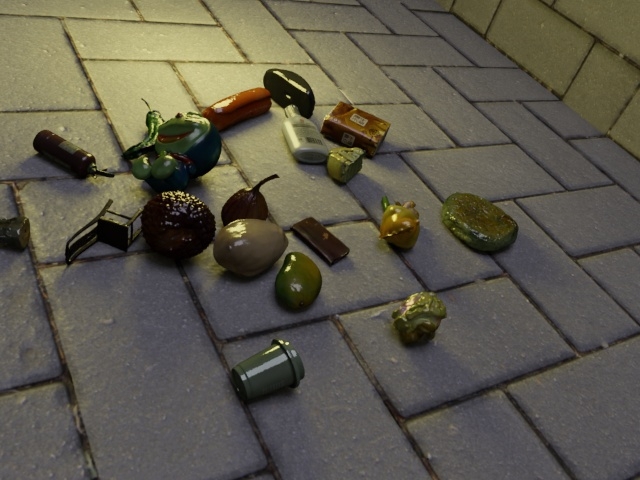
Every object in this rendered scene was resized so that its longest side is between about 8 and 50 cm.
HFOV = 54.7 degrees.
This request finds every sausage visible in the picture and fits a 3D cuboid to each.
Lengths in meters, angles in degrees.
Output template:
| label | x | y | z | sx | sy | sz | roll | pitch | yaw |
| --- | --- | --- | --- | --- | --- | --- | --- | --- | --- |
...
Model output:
| label | x | y | z | sx | sy | sz | roll | pitch | yaw |
| --- | --- | --- | --- | --- | --- | --- | --- | --- | --- |
| sausage | -0.291 | -0.475 | 2.199 | 0.102 | 0.102 | 0.330 | 35 | 42 | 17 |

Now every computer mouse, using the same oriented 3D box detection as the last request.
| label | x | y | z | sx | sy | sz | roll | pitch | yaw |
| --- | --- | --- | --- | --- | --- | --- | --- | --- | --- |
| computer mouse | -0.104 | -0.565 | 2.347 | 0.086 | 0.138 | 0.269 | -31 | 59 | -35 |

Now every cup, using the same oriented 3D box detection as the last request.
| label | x | y | z | sx | sy | sz | roll | pitch | yaw |
| --- | --- | --- | --- | --- | --- | --- | --- | --- | --- |
| cup | -0.119 | 0.295 | 1.378 | 0.141 | 0.120 | 0.120 | -24 | 55 | -25 |

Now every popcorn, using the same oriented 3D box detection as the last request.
| label | x | y | z | sx | sy | sz | roll | pitch | yaw |
| --- | --- | --- | --- | --- | --- | --- | --- | --- | --- |
| popcorn | 0.261 | 0.202 | 1.628 | 0.145 | 0.126 | 0.126 | -18 | 72 | -19 |

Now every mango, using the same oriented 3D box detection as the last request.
| label | x | y | z | sx | sy | sz | roll | pitch | yaw |
| --- | --- | --- | --- | --- | --- | --- | --- | --- | --- |
| mango | -0.054 | 0.102 | 1.639 | 0.122 | 0.086 | 0.191 | 18 | 40 | 2 |

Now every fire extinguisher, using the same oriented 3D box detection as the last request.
| label | x | y | z | sx | sy | sz | roll | pitch | yaw |
| --- | --- | --- | --- | --- | --- | --- | --- | --- | --- |
| fire extinguisher | -0.700 | -0.237 | 1.773 | 0.231 | 0.071 | 0.099 | 28 | 12 | 8 |

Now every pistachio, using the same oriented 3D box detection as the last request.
| label | x | y | z | sx | sy | sz | roll | pitch | yaw |
| --- | --- | --- | --- | --- | --- | --- | --- | --- | --- |
| pistachio | -0.185 | 0.018 | 1.645 | 0.223 | 0.126 | 0.152 | -8 | 83 | -41 |

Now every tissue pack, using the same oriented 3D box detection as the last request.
| label | x | y | z | sx | sy | sz | roll | pitch | yaw |
| --- | --- | --- | --- | --- | --- | --- | --- | --- | --- |
| tissue pack | 0.130 | -0.418 | 2.318 | 0.226 | 0.092 | 0.183 | 27 | 39 | 5 |

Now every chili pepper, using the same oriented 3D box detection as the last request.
| label | x | y | z | sx | sy | sz | roll | pitch | yaw |
| --- | --- | --- | --- | --- | --- | --- | --- | --- | --- |
| chili pepper | -0.539 | -0.342 | 1.960 | 0.122 | 0.065 | 0.279 | 15 | 43 | -13 |

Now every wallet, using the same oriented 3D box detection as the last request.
| label | x | y | z | sx | sy | sz | roll | pitch | yaw |
| --- | --- | --- | --- | --- | --- | --- | --- | --- | --- |
| wallet | 0.000 | 0.000 | 1.828 | 0.176 | 0.026 | 0.095 | 40 | 49 | 23 |

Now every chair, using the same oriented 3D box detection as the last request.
| label | x | y | z | sx | sy | sz | roll | pitch | yaw |
| --- | --- | --- | --- | --- | --- | --- | --- | --- | --- |
| chair | -0.541 | -0.007 | 1.559 | 0.101 | 0.084 | 0.213 | 18 | 39 | 4 |

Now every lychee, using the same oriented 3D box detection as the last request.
| label | x | y | z | sx | sy | sz | roll | pitch | yaw |
| --- | --- | --- | --- | --- | --- | --- | --- | --- | --- |
| lychee | -0.375 | -0.044 | 1.609 | 0.188 | 0.188 | 0.188 | 12 | 40 | -10 |

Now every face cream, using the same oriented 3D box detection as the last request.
| label | x | y | z | sx | sy | sz | roll | pitch | yaw |
| --- | --- | --- | --- | --- | --- | --- | --- | --- | --- |
| face cream | -0.070 | -0.384 | 2.204 | 0.143 | 0.071 | 0.291 | 1 | 44 | -26 |

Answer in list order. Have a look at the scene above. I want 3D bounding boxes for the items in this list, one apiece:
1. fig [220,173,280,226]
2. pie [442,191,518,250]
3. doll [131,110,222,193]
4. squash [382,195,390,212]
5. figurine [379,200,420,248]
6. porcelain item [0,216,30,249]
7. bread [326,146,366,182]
| label | x | y | z | sx | sy | sz | roll | pitch | yaw |
| --- | --- | --- | --- | --- | --- | --- | --- | --- | --- |
| fig | -0.195 | -0.108 | 1.737 | 0.133 | 0.201 | 0.146 | 16 | 44 | -20 |
| pie | 0.537 | -0.063 | 2.102 | 0.276 | 0.079 | 0.277 | 11 | 35 | -8 |
| doll | -0.410 | -0.253 | 1.825 | 0.198 | 0.186 | 0.322 | 5 | 50 | 31 |
| squash | 0.218 | -0.122 | 2.064 | 0.027 | 0.027 | 0.089 | 8 | 39 | -15 |
| figurine | 0.258 | -0.057 | 1.942 | 0.156 | 0.131 | 0.246 | 66 | 26 | -7 |
| porcelain item | -0.818 | -0.029 | 1.486 | 0.215 | 0.069 | 0.081 | 6 | 46 | -10 |
| bread | 0.078 | -0.269 | 2.122 | 0.110 | 0.103 | 0.156 | 26 | 32 | 19 |
